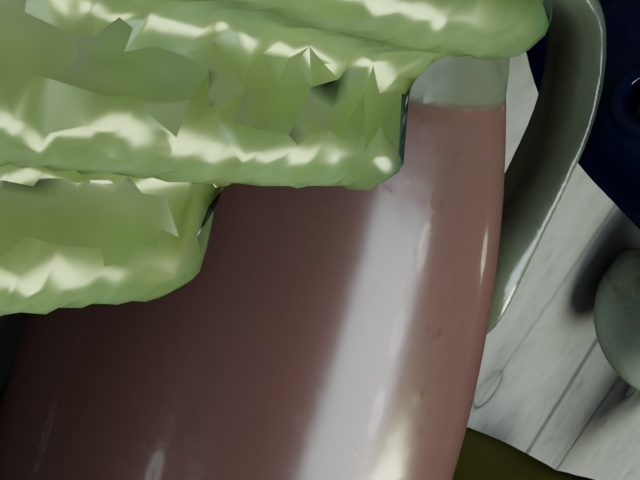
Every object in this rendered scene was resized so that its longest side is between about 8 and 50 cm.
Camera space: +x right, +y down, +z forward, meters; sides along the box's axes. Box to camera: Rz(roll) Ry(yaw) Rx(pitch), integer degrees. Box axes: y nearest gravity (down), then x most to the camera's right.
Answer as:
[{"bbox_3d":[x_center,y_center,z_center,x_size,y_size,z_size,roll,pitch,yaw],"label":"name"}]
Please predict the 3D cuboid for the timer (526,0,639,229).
[{"bbox_3d":[0.259,-0.028,0.716,0.270,0.270,0.383,-50,145,-8],"label":"timer"}]

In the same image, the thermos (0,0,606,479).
[{"bbox_3d":[0.000,0.000,0.536,0.176,0.146,0.265,3,111,-42],"label":"thermos"}]

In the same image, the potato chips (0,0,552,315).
[{"bbox_3d":[-0.092,-0.109,0.277,0.429,0.070,0.358,8,121,-43],"label":"potato chips"}]

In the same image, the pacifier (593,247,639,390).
[{"bbox_3d":[0.288,0.070,0.985,0.273,0.220,0.332,30,72,-62],"label":"pacifier"}]

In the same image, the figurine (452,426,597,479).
[{"bbox_3d":[0.051,0.298,0.701,0.361,0.266,0.378,-38,116,-5],"label":"figurine"}]
